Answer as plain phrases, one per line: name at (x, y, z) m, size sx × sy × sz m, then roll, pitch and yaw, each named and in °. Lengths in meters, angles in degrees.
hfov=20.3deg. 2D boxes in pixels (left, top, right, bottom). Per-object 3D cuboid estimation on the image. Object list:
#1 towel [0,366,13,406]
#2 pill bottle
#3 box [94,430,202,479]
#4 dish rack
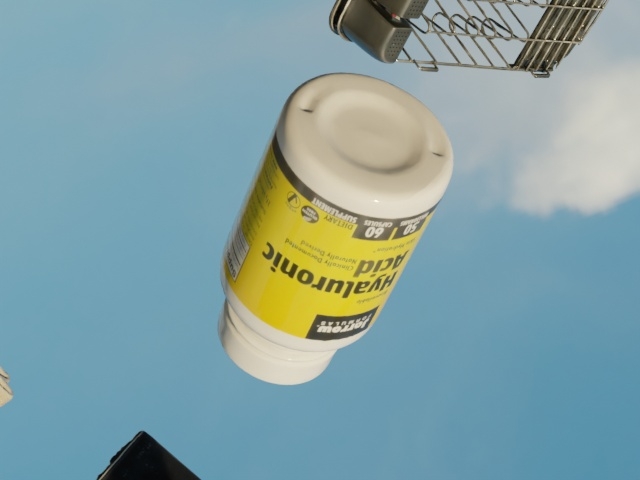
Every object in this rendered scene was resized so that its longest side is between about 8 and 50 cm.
towel at (-0.436, 0.139, 1.604) m, size 0.282 × 0.187 × 0.049 m, roll -25°, pitch -140°, yaw 5°
pill bottle at (0.000, 0.000, 0.657) m, size 0.065 × 0.116 × 0.065 m, roll 12°, pitch -134°, yaw -13°
box at (-0.160, 0.385, 1.644) m, size 0.294 × 0.296 × 0.183 m, roll -48°, pitch -179°, yaw 38°
dish rack at (0.159, -0.238, 1.558) m, size 0.271 × 0.208 × 0.074 m, roll -1°, pitch -138°, yaw -43°
